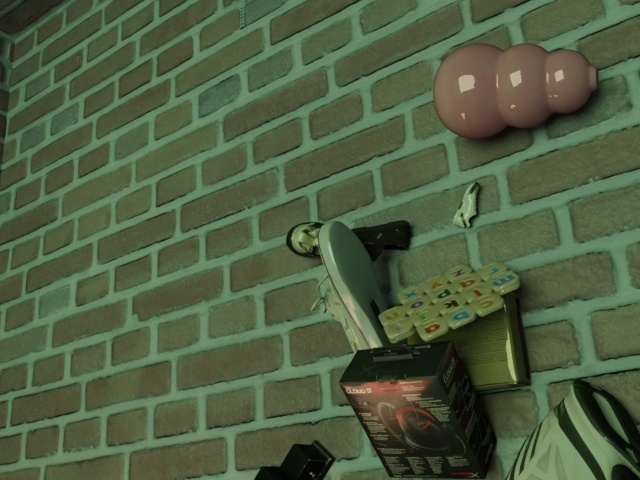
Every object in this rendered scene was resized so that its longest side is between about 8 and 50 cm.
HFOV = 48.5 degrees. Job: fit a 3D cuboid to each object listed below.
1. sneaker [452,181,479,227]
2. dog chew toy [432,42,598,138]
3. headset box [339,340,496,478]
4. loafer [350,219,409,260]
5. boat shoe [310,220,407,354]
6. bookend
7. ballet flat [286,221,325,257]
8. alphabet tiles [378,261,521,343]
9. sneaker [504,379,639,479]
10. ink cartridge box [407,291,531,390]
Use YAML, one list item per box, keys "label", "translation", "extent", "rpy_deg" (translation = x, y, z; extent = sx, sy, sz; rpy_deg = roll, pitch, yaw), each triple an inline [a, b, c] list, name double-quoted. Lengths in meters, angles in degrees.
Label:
- label: "sneaker"
  translation: [0.336, -0.078, 1.592]
  extent: [0.044, 0.040, 0.109]
  rpy_deg: [23, 93, 23]
- label: "dog chew toy"
  translation: [0.415, -0.326, 1.516]
  extent: [0.332, 0.207, 0.206]
  rpy_deg: [0, 75, 29]
- label: "headset box"
  translation: [0.189, 0.327, 1.402]
  extent: [0.218, 0.293, 0.110]
  rpy_deg: [-13, 25, 34]
- label: "loafer"
  translation: [0.112, 0.010, 1.641]
  extent: [0.220, 0.080, 0.078]
  rpy_deg: [-13, 81, -13]
- label: "boat shoe"
  translation: [0.056, 0.137, 1.589]
  extent: [0.156, 0.136, 0.367]
  rpy_deg: [-18, 106, 36]
- label: "bookend"
  translation: [-0.071, 0.534, 1.612]
  extent: [0.072, 0.156, 0.157]
  rpy_deg: [34, 96, 40]
- label: "ballet flat"
  translation: [0.000, 0.000, 1.777]
  extent: [0.280, 0.096, 0.095]
  rpy_deg: [12, 83, 39]
- label: "alphabet tiles"
  translation: [0.259, 0.123, 1.449]
  extent: [0.284, 0.021, 0.278]
  rpy_deg: [-24, 14, 1]
- label: "sneaker"
  translation: [0.451, 0.470, 1.180]
  extent: [0.257, 0.169, 0.447]
  rpy_deg: [-57, 16, 27]
- label: "ink cartridge box"
  translation: [0.302, 0.218, 1.480]
  extent: [0.235, 0.088, 0.193]
  rpy_deg: [-15, 68, 32]
